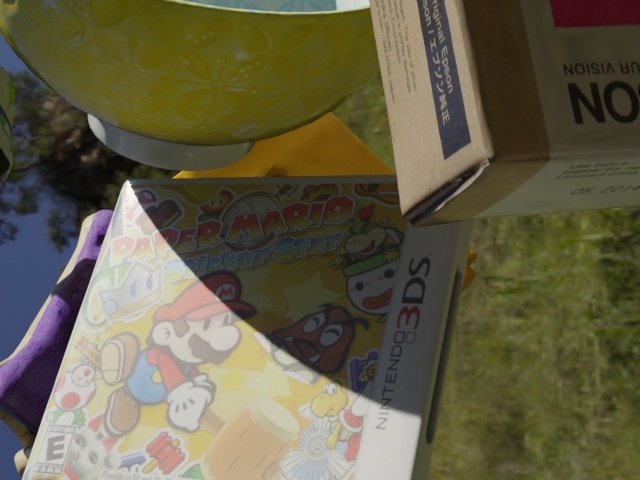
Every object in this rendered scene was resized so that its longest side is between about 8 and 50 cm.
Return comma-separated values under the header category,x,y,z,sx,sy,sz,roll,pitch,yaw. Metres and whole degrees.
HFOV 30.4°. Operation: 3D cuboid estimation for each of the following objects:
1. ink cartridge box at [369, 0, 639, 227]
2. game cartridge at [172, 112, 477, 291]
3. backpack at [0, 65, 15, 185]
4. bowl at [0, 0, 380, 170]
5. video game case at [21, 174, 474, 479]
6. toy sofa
category,x,y,z,sx,sy,sz,roll,pitch,yaw
ink cartridge box,0.142,-0.116,0.532,0.235,0.088,0.193,-5,-104,-21
game cartridge,0.000,0.000,1.364,0.323,0.052,0.285,46,-129,4
backpack,-0.545,-0.124,1.455,0.290,0.356,0.273,39,-131,-44
bowl,-0.085,-0.140,0.764,0.289,0.289,0.156,-34,-34,-49
video game case,-0.039,0.055,0.649,0.026,0.227,0.206,54,-137,-52
toy sofa,-0.136,0.081,1.020,0.177,0.150,0.362,59,-163,-18
